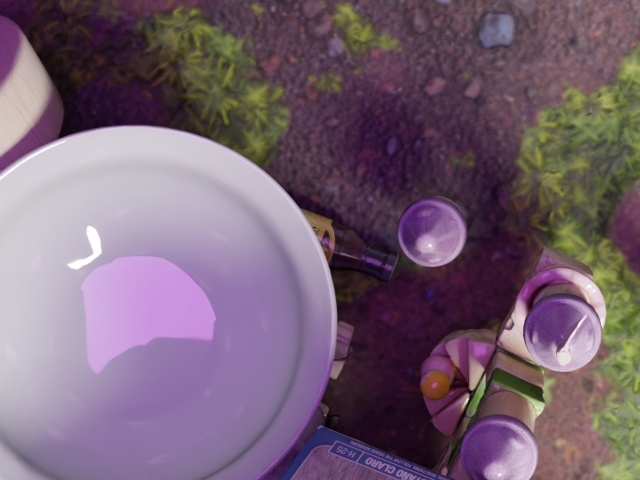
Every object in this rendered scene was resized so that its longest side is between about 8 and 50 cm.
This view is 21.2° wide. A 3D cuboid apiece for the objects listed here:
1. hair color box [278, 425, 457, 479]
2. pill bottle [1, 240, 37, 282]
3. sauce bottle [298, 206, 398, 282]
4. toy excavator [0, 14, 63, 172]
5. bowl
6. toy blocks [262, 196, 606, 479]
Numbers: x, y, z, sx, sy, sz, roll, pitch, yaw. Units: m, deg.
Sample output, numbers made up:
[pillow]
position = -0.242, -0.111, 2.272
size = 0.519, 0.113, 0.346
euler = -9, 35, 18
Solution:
[hair color box]
position = 0.052, 0.307, 1.210
size = 0.174, 0.105, 0.347
euler = 20, 136, 21
[pill bottle]
position = -0.316, 0.080, 1.367
size = 0.121, 0.121, 0.221
euler = 32, 90, 3
[sauce bottle]
position = 0.000, 0.000, 1.388
size = 0.128, 0.042, 0.042
euler = 19, 91, 2
[toy excavator]
position = -0.475, -0.036, 1.317
size = 0.433, 0.222, 0.445
euler = 20, 62, 35
[bowl]
position = -0.140, 0.070, 1.299
size = 0.298, 0.134, 0.297
euler = 1, 80, -3
[toy blocks]
position = 0.112, 0.139, 1.248
size = 0.309, 0.260, 0.288
euler = 27, 104, 4
